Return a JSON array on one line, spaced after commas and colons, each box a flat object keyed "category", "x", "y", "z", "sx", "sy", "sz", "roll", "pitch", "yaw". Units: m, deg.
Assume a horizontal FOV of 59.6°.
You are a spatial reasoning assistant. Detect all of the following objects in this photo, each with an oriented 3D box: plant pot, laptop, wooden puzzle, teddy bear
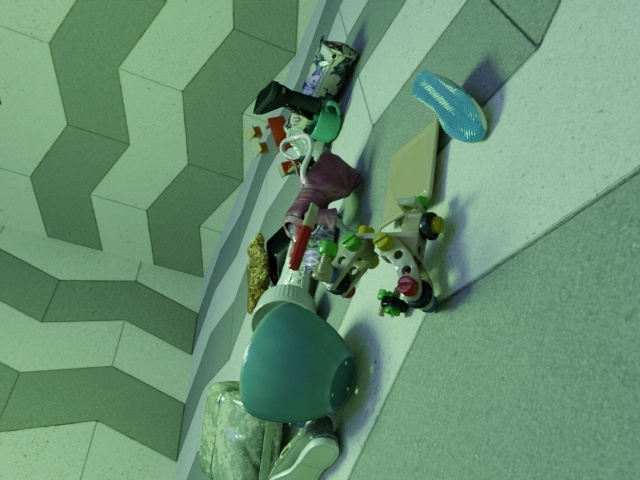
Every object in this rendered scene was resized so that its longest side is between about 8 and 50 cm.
[{"category": "plant pot", "x": -0.028, "y": 0.314, "z": 1.347, "sx": 0.195, "sy": 0.290, "sz": 0.291, "roll": 12, "pitch": 83, "yaw": 29}, {"category": "laptop", "x": -0.137, "y": 0.059, "z": 2.270, "sx": 0.234, "sy": 0.136, "sz": 0.265, "roll": -137, "pitch": 40, "yaw": -71}, {"category": "wooden puzzle", "x": 0.221, "y": -0.156, "z": 1.341, "sx": 0.221, "sy": 0.044, "sz": 0.239, "roll": 144, "pitch": 144, "yaw": -63}, {"category": "teddy bear", "x": -0.243, "y": 0.134, "z": 2.287, "sx": 0.245, "sy": 0.113, "sz": 0.338, "roll": 109, "pitch": 158, "yaw": -55}]

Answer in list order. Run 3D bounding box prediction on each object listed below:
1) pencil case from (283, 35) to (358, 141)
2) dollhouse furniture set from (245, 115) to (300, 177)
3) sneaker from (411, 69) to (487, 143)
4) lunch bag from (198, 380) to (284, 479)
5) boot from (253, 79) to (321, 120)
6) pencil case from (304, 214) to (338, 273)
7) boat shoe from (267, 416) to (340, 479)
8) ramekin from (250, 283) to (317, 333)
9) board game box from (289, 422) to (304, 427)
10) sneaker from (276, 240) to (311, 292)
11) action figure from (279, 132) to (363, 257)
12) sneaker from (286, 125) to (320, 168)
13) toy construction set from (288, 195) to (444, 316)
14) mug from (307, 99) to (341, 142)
[{"category": "pencil case", "x": -0.006, "y": -0.579, "z": 2.196, "sx": 0.411, "sy": 0.159, "sz": 0.183, "roll": -63, "pitch": -12, "yaw": 27}, {"category": "dollhouse furniture set", "x": -0.153, "y": -0.414, "z": 2.408, "sx": 0.135, "sy": 0.261, "sz": 0.259, "roll": -31, "pitch": 79, "yaw": 62}, {"category": "sneaker", "x": 0.288, "y": -0.284, "z": 1.181, "sx": 0.087, "sy": 0.092, "sz": 0.229, "roll": -59, "pitch": 42, "yaw": 32}, {"category": "lunch bag", "x": -0.219, "y": 0.598, "z": 1.687, "sx": 0.256, "sy": 0.212, "sz": 0.306, "roll": 2, "pitch": 83, "yaw": 57}, {"category": "boot", "x": -0.125, "y": -0.499, "z": 2.087, "sx": 0.246, "sy": 0.207, "sz": 0.094, "roll": -13, "pitch": 61, "yaw": 64}, {"category": "pencil case", "x": 0.000, "y": 0.000, "z": 1.784, "sx": 0.088, "sy": 0.086, "sz": 0.206, "roll": -26, "pitch": 50, "yaw": 60}, {"category": "boat shoe", "x": -0.050, "y": 0.554, "z": 1.406, "sx": 0.305, "sy": 0.109, "sz": 0.091, "roll": -54, "pitch": 24, "yaw": 32}, {"category": "ramekin", "x": -0.105, "y": 0.231, "z": 1.717, "sx": 0.109, "sy": 0.207, "sz": 0.207, "roll": -84, "pitch": 19, "yaw": -58}, {"category": "board game box", "x": -0.037, "y": 0.392, "z": 1.611, "sx": 0.165, "sy": 0.042, "sz": 0.243, "roll": -107, "pitch": 37, "yaw": -61}, {"category": "sneaker", "x": -0.084, "y": 0.093, "z": 1.839, "sx": 0.152, "sy": 0.114, "sz": 0.305, "roll": 90, "pitch": -172, "yaw": -64}, {"category": "action figure", "x": -0.019, "y": -0.115, "z": 1.615, "sx": 0.248, "sy": 0.276, "sz": 0.370, "roll": -13, "pitch": 39, "yaw": 39}, {"category": "sneaker", "x": -0.046, "y": -0.325, "z": 2.139, "sx": 0.095, "sy": 0.090, "sz": 0.235, "roll": 24, "pitch": -138, "yaw": -80}, {"category": "toy construction set", "x": 0.108, "y": 0.000, "z": 1.149, "sx": 0.257, "sy": 0.308, "sz": 0.237, "roll": -11, "pitch": 58, "yaw": 61}, {"category": "mug", "x": 0.025, "y": -0.436, "z": 2.090, "sx": 0.157, "sy": 0.097, "sz": 0.130, "roll": 167, "pitch": 119, "yaw": -69}]
